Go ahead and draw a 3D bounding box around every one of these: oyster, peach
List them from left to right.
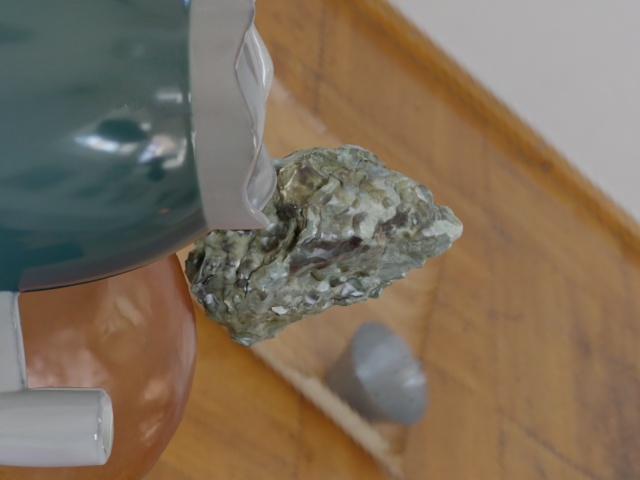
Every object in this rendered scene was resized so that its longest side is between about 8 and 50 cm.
[{"bbox_3d":[-0.260,0.078,1.272,0.343,0.342,0.301,54,50,-9],"label":"peach"},{"bbox_3d":[0.000,0.000,1.492,0.112,0.267,0.198,48,-9,51],"label":"oyster"}]

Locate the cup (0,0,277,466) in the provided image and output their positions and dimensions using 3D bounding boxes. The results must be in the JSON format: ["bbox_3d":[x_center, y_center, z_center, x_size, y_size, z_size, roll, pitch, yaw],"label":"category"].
[{"bbox_3d":[-0.108,-0.055,0.648,0.167,0.173,0.300,65,24,-82],"label":"cup"}]
